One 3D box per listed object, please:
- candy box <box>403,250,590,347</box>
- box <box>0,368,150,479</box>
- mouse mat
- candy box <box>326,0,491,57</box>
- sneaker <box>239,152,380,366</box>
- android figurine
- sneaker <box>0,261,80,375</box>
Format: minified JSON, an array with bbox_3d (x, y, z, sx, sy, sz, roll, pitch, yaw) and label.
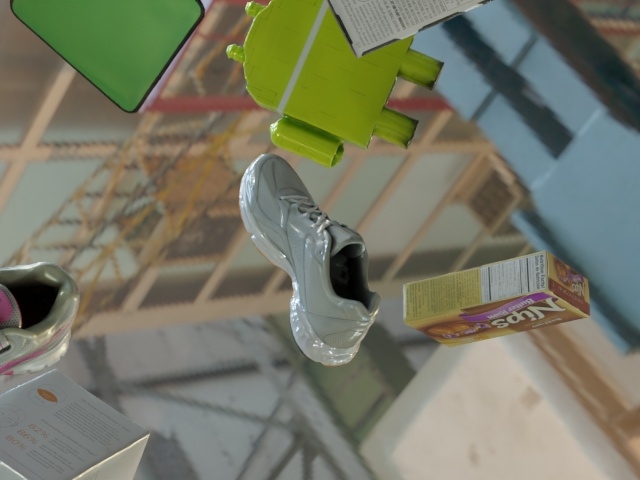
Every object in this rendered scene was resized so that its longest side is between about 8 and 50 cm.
[{"bbox_3d":[0.201,0.069,1.749,0.109,0.186,0.053,30,-126,-50],"label":"candy box"},{"bbox_3d":[-0.273,0.217,1.495,0.130,0.091,0.170,31,-155,19],"label":"box"},{"bbox_3d":[-0.187,-0.200,1.314,0.152,0.189,0.007,41,-128,-4],"label":"mouse mat"},{"bbox_3d":[0.113,-0.250,1.183,0.159,0.233,0.071,-98,-17,-52],"label":"candy box"},{"bbox_3d":[0.000,0.000,1.698,0.099,0.121,0.262,-8,-118,-37],"label":"sneaker"},{"bbox_3d":[0.014,-0.226,1.992,0.272,0.248,0.056,21,179,5],"label":"android figurine"},{"bbox_3d":[-0.305,0.081,1.288,0.103,0.111,0.252,47,-133,10],"label":"sneaker"}]
